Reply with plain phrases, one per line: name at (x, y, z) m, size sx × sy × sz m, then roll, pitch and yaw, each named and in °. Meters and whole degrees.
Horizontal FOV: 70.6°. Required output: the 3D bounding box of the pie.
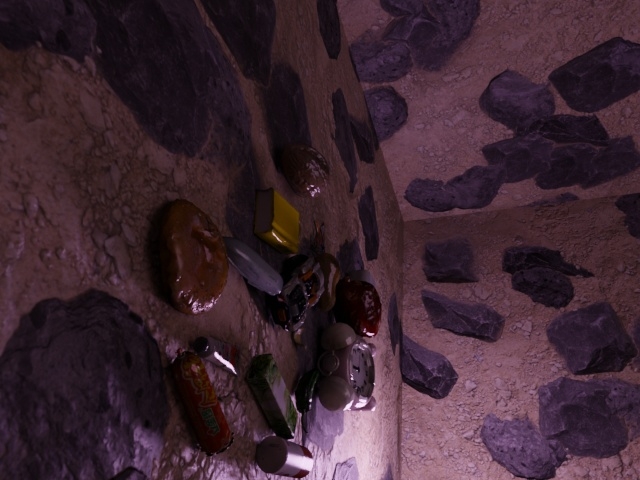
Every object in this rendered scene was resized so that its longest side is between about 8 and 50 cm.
pie at (-0.288, 0.037, 1.035) m, size 0.273 × 0.069 × 0.274 m, roll -5°, pitch 90°, yaw -75°

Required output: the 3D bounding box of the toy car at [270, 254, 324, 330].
toy car at (-0.076, 0.179, 1.521) m, size 0.301 × 0.117 × 0.193 m, roll -51°, pitch 134°, yaw -62°

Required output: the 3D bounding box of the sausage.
sausage at (-0.267, 0.347, 0.990) m, size 0.083 × 0.083 × 0.264 m, roll -56°, pitch 135°, yaw -61°

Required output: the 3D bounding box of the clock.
clock at (0.107, 0.528, 1.841) m, size 0.326 × 0.183 × 0.343 m, roll 45°, pitch 37°, yaw -54°

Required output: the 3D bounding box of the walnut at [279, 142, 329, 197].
walnut at (-0.059, -0.259, 1.642) m, size 0.230 × 0.178 × 0.178 m, roll 54°, pitch 33°, yaw -34°

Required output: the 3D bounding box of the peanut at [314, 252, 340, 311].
peanut at (0.023, 0.167, 1.809) m, size 0.120 × 0.110 × 0.237 m, roll 48°, pitch 41°, yaw -72°

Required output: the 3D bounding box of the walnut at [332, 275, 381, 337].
walnut at (0.144, 0.300, 2.008) m, size 0.221 × 0.243 × 0.269 m, roll -5°, pitch 97°, yaw -32°

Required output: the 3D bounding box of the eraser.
eraser at (-0.137, -0.058, 1.489) m, size 0.226 × 0.069 × 0.158 m, roll 41°, pitch 43°, yaw -62°

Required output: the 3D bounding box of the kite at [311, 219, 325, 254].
kite at (0.000, 0.000, 1.933) m, size 0.241 × 0.014 × 0.184 m, roll -60°, pitch 139°, yaw -61°

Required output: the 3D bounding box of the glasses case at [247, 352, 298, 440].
glasses case at (-0.137, 0.465, 1.332) m, size 0.095 × 0.062 × 0.273 m, roll -79°, pitch 156°, yaw -58°

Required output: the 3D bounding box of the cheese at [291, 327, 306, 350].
cheese at (-0.072, 0.349, 1.583) m, size 0.060 × 0.041 × 0.084 m, roll 42°, pitch 29°, yaw -72°

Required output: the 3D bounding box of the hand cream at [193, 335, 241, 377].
hand cream at (-0.244, 0.284, 1.123) m, size 0.234 × 0.050 × 0.080 m, roll 59°, pitch 27°, yaw -62°

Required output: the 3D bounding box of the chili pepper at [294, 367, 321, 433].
chili pepper at (-0.046, 0.523, 1.564) m, size 0.279 × 0.065 × 0.122 m, roll -56°, pitch 132°, yaw -67°

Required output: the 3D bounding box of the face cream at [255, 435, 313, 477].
face cream at (-0.100, 0.640, 1.328) m, size 0.214 × 0.095 × 0.096 m, roll 56°, pitch 33°, yaw -53°

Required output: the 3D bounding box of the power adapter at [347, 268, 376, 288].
power adapter at (0.202, 0.299, 2.248) m, size 0.187 × 0.124 × 0.256 m, roll 59°, pitch 30°, yaw -48°

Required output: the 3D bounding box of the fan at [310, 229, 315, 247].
fan at (-0.030, -0.010, 1.869) m, size 0.056 × 0.004 × 0.084 m, roll 57°, pitch 31°, yaw -52°

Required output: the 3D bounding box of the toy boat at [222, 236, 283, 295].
toy boat at (-0.202, 0.071, 1.269) m, size 0.260 × 0.085 × 0.078 m, roll 48°, pitch 39°, yaw -42°
